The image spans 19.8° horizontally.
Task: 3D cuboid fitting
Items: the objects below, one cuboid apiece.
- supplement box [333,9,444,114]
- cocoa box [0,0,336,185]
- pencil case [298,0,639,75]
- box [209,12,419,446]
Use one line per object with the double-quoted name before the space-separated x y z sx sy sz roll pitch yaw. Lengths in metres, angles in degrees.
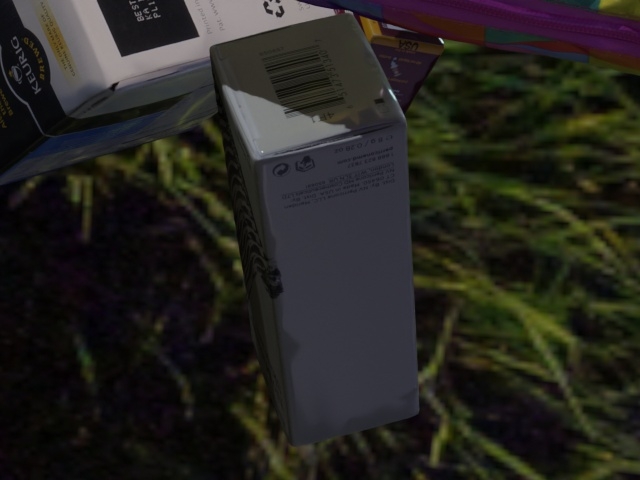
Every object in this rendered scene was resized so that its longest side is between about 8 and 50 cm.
"supplement box" 0.040 -0.166 1.815 0.081 0.188 0.104 7 47 -24
"cocoa box" -0.193 -0.250 1.397 0.231 0.228 0.347 -20 84 -40
"pencil case" 0.069 -0.121 0.713 0.104 0.236 0.104 15 90 -78
"box" 0.000 0.000 1.151 0.275 0.094 0.113 85 -13 -46
